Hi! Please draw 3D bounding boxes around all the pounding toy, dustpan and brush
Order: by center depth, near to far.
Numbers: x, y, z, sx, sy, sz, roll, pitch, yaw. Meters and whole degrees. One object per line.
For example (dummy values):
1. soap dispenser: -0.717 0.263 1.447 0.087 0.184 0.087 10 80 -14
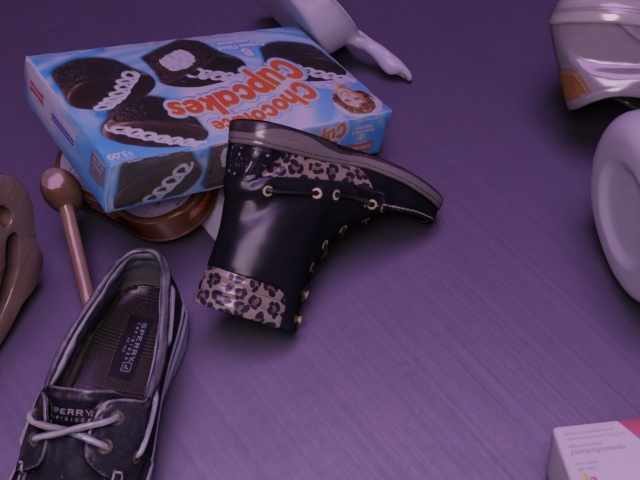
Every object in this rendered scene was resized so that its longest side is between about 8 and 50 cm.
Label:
1. pounding toy: -0.291 0.025 0.829 0.155 0.154 0.269 15 62 15
2. dustpan and brush: 0.015 -0.245 1.090 0.060 0.147 0.211 -43 88 -6

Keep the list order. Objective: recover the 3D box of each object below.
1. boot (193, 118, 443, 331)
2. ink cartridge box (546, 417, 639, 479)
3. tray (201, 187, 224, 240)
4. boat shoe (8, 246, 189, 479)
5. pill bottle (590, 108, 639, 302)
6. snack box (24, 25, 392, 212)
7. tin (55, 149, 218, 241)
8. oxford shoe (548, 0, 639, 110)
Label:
1. boot: -0.002 0.000 0.891 0.085 0.236 0.178 10 84 58
2. ink cartridge box: 0.249 0.227 0.689 0.115 0.067 0.198 -6 42 -3
3. tray: -0.110 -0.114 1.028 0.145 0.030 0.270 -27 55 -19
4. boat shoe: -0.191 0.149 0.759 0.121 0.119 0.335 4 51 6
5. pill bottle: 0.424 -0.051 0.851 0.323 0.181 0.181 -11 51 -6
6. snack box: -0.108 -0.135 0.956 0.322 0.060 0.187 -16 48 -35
7. tin: -0.191 -0.068 0.971 0.189 0.040 0.106 24 65 28
8. oxford shoe: 0.454 -0.161 0.985 0.449 0.169 0.130 9 96 0
